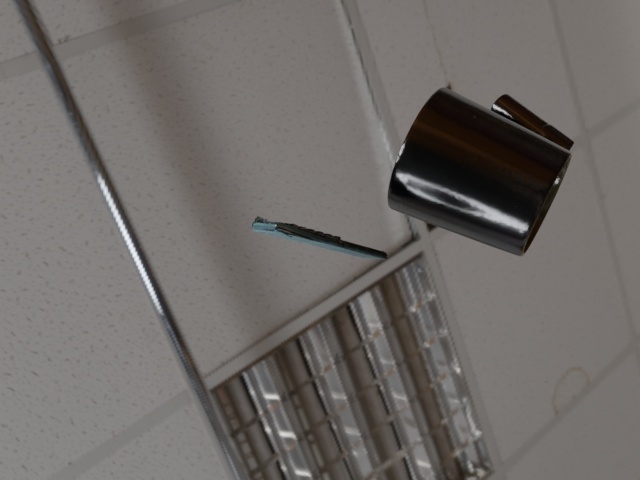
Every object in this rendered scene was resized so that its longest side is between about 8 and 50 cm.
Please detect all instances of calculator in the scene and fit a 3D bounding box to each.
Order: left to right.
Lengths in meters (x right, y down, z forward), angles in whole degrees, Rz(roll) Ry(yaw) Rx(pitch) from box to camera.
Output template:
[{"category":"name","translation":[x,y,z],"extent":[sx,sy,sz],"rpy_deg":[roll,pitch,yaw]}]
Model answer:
[{"category":"calculator","translation":[0.000,0.000,0.914],"extent":[0.172,0.057,0.018],"rpy_deg":[16,-94,-38]}]

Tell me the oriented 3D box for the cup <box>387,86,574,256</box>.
[{"category":"cup","translation":[0.217,-0.110,0.982],"extent":[0.239,0.177,0.166],"rpy_deg":[-59,-18,-16]}]
